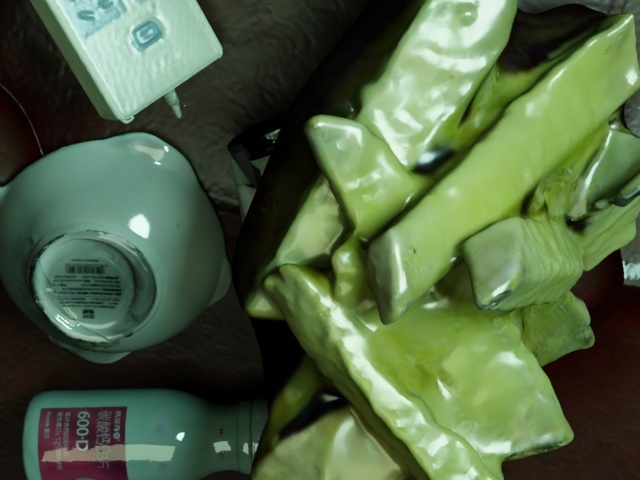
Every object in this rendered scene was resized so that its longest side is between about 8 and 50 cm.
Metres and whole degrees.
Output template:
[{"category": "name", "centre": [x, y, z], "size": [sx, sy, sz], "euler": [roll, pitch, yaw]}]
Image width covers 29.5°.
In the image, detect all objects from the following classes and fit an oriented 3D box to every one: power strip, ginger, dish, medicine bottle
[{"category": "power strip", "centre": [-0.189, -0.245, 0.869], "size": [0.106, 0.043, 0.367], "euler": [-38, 114, -21]}, {"category": "ginger", "centre": [0.136, 0.023, 0.865], "size": [0.358, 0.211, 0.413], "euler": [6, 111, -32]}, {"category": "dish", "centre": [-0.194, 0.016, 1.000], "size": [0.246, 0.078, 0.224], "euler": [18, 116, -7]}, {"category": "medicine bottle", "centre": [-0.146, 0.175, 1.066], "size": [0.217, 0.090, 0.090], "euler": [-1, 115, 2]}]

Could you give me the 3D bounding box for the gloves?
[{"category": "gloves", "centre": [0.002, 0.002, 0.977], "size": [0.128, 0.111, 0.212], "euler": [-24, 105, 7]}]
